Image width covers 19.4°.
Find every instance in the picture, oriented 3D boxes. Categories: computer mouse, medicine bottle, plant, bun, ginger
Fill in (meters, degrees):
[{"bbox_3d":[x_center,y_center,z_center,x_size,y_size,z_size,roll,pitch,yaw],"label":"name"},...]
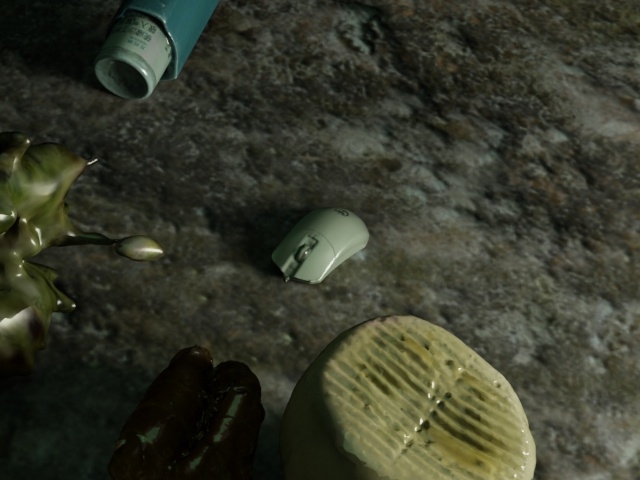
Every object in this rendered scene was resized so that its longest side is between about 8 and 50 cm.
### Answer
[{"bbox_3d":[0.000,0.000,1.624,0.056,0.032,0.110,28,45,22],"label":"computer mouse"},{"bbox_3d":[-0.140,-0.238,1.824,0.079,0.124,0.258,21,54,7],"label":"medicine bottle"},{"bbox_3d":[-0.329,0.017,1.531,0.333,0.180,0.251,2,36,46],"label":"plant"},{"bbox_3d":[0.064,0.160,1.390,0.193,0.128,0.178,35,47,11],"label":"bun"},{"bbox_3d":[-0.090,0.137,1.422,0.103,0.073,0.162,17,41,8],"label":"ginger"}]
